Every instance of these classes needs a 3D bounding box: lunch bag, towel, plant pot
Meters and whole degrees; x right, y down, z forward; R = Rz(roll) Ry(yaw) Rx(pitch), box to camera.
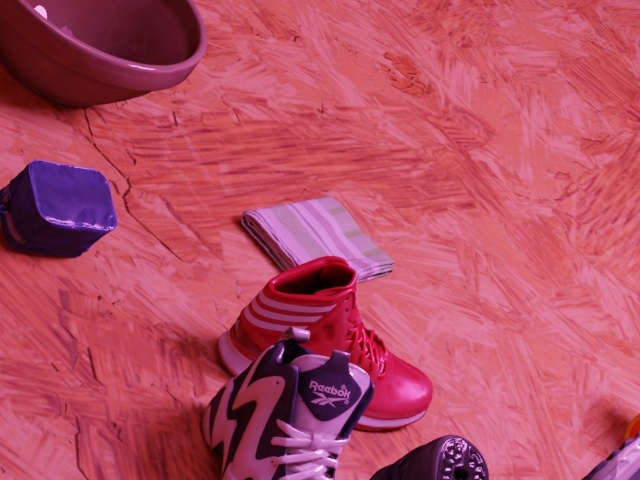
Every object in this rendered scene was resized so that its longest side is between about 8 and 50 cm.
[{"bbox_3d":[-0.236,-0.024,1.721,0.098,0.065,0.067,10,55,-39],"label":"lunch bag"},{"bbox_3d":[0.000,0.000,1.970,0.113,0.023,0.152,49,32,19],"label":"towel"},{"bbox_3d":[-0.238,-0.207,1.926,0.237,0.110,0.237,25,32,-17],"label":"plant pot"}]

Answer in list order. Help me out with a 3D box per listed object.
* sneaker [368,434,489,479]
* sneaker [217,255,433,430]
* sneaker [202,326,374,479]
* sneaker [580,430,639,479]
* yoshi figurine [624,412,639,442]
[{"bbox_3d":[0.062,0.277,1.606,0.087,0.130,0.228,26,59,-27],"label":"sneaker"},{"bbox_3d":[0.031,0.092,1.769,0.221,0.128,0.087,15,38,-31],"label":"sneaker"},{"bbox_3d":[-0.012,0.167,1.590,0.094,0.153,0.235,18,32,-25],"label":"sneaker"},{"bbox_3d":[0.252,0.257,1.669,0.283,0.110,0.122,-33,76,-38],"label":"sneaker"},{"bbox_3d":[0.506,0.237,2.019,0.362,0.203,0.203,24,48,-25],"label":"yoshi figurine"}]
